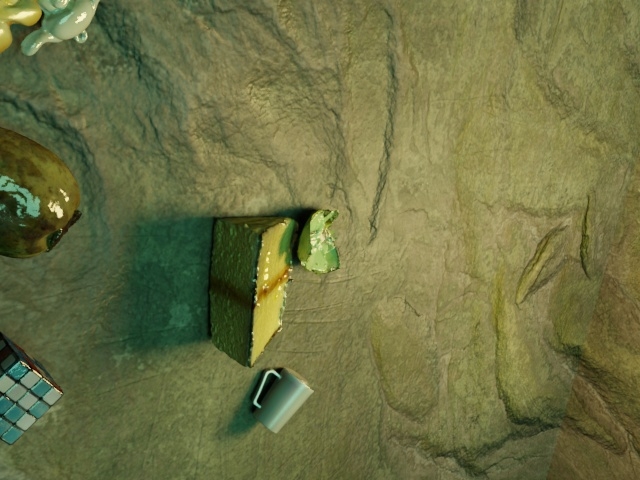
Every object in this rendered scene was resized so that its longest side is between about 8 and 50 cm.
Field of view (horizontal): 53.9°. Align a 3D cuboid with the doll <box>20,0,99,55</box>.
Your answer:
[{"bbox_3d":[-0.308,-0.291,0.758,0.135,0.072,0.113,-30,134,-36],"label":"doll"}]

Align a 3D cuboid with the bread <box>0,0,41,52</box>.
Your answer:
[{"bbox_3d":[-0.450,-0.199,0.620,0.311,0.121,0.173,-49,129,-16],"label":"bread"}]

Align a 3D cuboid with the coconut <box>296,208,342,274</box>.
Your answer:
[{"bbox_3d":[-0.004,0.002,1.164,0.158,0.055,0.133,54,43,-59],"label":"coconut"}]

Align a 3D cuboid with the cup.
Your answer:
[{"bbox_3d":[-0.084,0.302,1.230,0.104,0.074,0.116,43,82,-20],"label":"cup"}]

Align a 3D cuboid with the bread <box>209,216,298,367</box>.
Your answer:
[{"bbox_3d":[-0.083,0.075,1.073,0.178,0.135,0.240,-8,111,-42],"label":"bread"}]

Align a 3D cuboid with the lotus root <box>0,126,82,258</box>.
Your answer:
[{"bbox_3d":[-0.380,-0.067,0.744,0.138,0.138,0.214,-51,133,-14],"label":"lotus root"}]

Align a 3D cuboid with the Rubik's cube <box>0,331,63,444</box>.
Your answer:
[{"bbox_3d":[-0.421,0.196,0.841,0.092,0.092,0.092,-46,133,-18],"label":"Rubik's cube"}]
